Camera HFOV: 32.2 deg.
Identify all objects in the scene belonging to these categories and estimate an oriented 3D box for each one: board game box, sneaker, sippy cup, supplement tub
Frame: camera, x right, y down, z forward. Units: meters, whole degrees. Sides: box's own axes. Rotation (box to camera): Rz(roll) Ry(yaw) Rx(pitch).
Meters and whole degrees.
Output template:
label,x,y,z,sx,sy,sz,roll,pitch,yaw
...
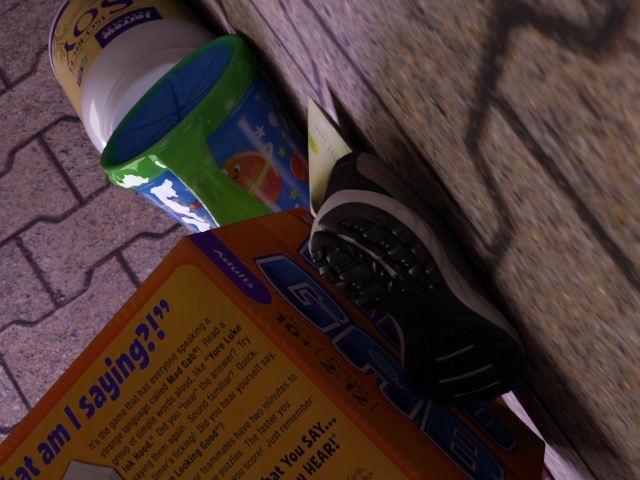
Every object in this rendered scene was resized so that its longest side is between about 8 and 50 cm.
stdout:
label,x,y,z,sx,sy,sz,roll,pitch,yaw
board game box,-0.051,0.225,1.021,0.356,0.356,0.356,44,-166,6
sneaker,0.087,0.036,0.883,0.271,0.100,0.108,53,-155,-35
sippy cup,-0.113,-0.097,1.375,0.224,0.240,0.305,46,-134,-25
supplement tub,-0.256,-0.242,1.651,0.331,0.241,0.241,51,174,50

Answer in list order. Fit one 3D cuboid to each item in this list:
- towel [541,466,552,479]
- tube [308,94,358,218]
label,x,y,z,sx,sy,sz,roll,pitch,yaw
towel,0.202,0.204,1.310,0.197,0.029,0.144,54,177,-8
tube,0.016,-0.065,1.091,0.070,0.062,0.240,12,166,3
